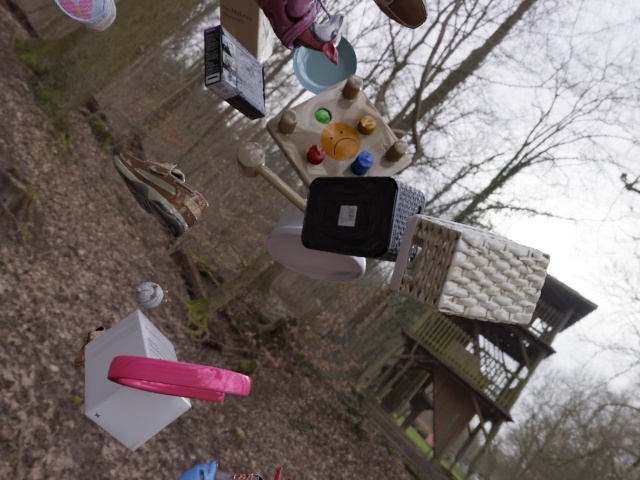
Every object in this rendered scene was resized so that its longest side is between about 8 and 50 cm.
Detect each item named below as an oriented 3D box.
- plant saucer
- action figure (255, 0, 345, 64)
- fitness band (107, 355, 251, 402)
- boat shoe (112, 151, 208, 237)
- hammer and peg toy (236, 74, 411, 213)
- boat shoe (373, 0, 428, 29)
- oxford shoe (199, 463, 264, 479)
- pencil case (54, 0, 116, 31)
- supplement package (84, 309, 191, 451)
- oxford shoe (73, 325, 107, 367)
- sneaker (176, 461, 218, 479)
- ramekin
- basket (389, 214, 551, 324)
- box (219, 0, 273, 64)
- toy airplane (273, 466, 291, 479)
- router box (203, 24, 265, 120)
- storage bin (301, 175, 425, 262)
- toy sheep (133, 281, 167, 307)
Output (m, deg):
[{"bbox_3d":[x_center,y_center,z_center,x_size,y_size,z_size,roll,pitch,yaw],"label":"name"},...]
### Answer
[{"bbox_3d":[0.014,-0.532,1.359,0.195,0.195,0.037,42,1,-4],"label":"plant saucer"},{"bbox_3d":[-0.085,-0.477,0.826,0.370,0.276,0.248,58,-17,5],"label":"action figure"},{"bbox_3d":[-0.291,0.291,0.937,0.291,0.054,0.209,7,-27,2],"label":"fitness band"},{"bbox_3d":[-0.388,-0.128,1.095,0.324,0.120,0.122,39,-25,29],"label":"boat shoe"},{"bbox_3d":[0.005,-0.187,1.011,0.266,0.361,0.127,55,-18,3],"label":"hammer and peg toy"},{"bbox_3d":[0.162,-0.647,1.112,0.324,0.123,0.116,33,38,-34],"label":"boat shoe"},{"bbox_3d":[-0.220,0.676,1.237,0.271,0.098,0.097,29,3,-3],"label":"oxford shoe"},{"bbox_3d":[-0.575,-0.588,1.098,0.124,0.113,0.273,38,4,-30],"label":"pencil case"},{"bbox_3d":[-0.485,0.353,1.172,0.293,0.177,0.175,38,-19,57],"label":"supplement package"},{"bbox_3d":[-0.685,0.314,1.330,0.212,0.076,0.076,-141,-143,-76],"label":"oxford shoe"},{"bbox_3d":[-0.127,0.402,0.595,0.209,0.082,0.069,64,-17,5],"label":"sneaker"},{"bbox_3d":[0.000,0.000,1.182,0.273,0.127,0.273,15,-24,7],"label":"ramekin"},{"bbox_3d":[0.195,0.041,0.584,0.167,0.113,0.103,12,8,-22],"label":"basket"},{"bbox_3d":[-0.229,-0.724,1.412,0.148,0.121,0.311,24,-34,7],"label":"box"},{"bbox_3d":[-0.097,0.546,0.937,0.028,0.151,0.151,38,-7,-20],"label":"toy airplane"},{"bbox_3d":[-0.186,-0.366,0.994,0.046,0.133,0.179,-8,-13,23],"label":"router box"},{"bbox_3d":[0.065,-0.034,0.724,0.180,0.122,0.084,7,-4,43],"label":"storage bin"},{"bbox_3d":[-0.542,0.172,1.416,0.091,0.091,0.132,37,-17,26],"label":"toy sheep"}]
